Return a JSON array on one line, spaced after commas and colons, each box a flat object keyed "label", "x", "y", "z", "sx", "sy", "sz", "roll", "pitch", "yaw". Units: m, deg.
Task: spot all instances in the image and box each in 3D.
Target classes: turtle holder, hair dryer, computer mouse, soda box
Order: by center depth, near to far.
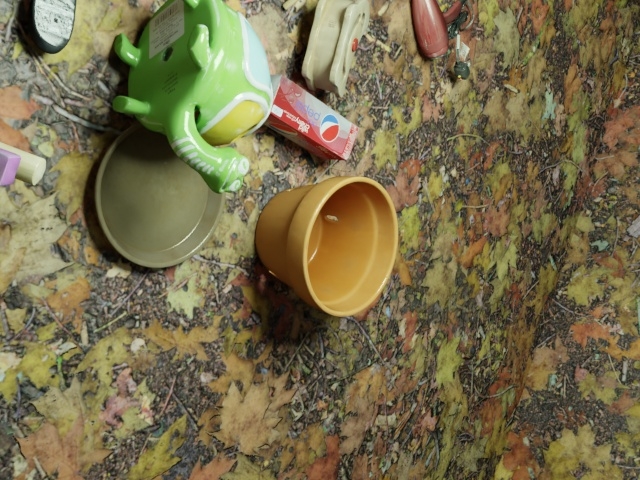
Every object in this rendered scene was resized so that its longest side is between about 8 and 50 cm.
[{"label": "computer mouse", "x": -0.412, "y": -0.410, "z": 1.087, "sx": 0.071, "sy": 0.041, "sz": 0.242, "roll": 13, "pitch": 83, "yaw": -46}, {"label": "turtle holder", "x": -0.182, "y": -0.260, "z": 1.163, "sx": 0.243, "sy": 0.320, "sz": 0.227, "roll": -51, "pitch": 139, "yaw": 13}, {"label": "soda box", "x": -0.038, "y": -0.255, "z": 1.470, "sx": 0.263, "sy": 0.092, "sz": 0.084, "roll": 25, "pitch": 80, "yaw": -46}, {"label": "hair dryer", "x": 0.307, "y": -0.564, "z": 1.795, "sx": 0.293, "sy": 0.080, "sz": 0.224, "roll": 26, "pitch": 64, "yaw": -52}]

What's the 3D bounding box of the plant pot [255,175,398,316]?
[{"label": "plant pot", "x": 0.000, "y": 0.000, "z": 1.490, "sx": 0.290, "sy": 0.203, "sz": 0.291, "roll": -12, "pitch": 108, "yaw": -44}]

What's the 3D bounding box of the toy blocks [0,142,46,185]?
[{"label": "toy blocks", "x": -0.552, "y": -0.041, "z": 0.872, "sx": 0.260, "sy": 0.309, "sz": 0.289, "roll": 22, "pitch": 91, "yaw": -5}]

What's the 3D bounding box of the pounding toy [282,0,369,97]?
[{"label": "pounding toy", "x": 0.009, "y": -0.456, "z": 1.490, "sx": 0.154, "sy": 0.154, "sz": 0.270, "roll": -25, "pitch": 131, "yaw": -72}]

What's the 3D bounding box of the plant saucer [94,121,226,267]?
[{"label": "plant saucer", "x": -0.293, "y": -0.088, "z": 1.280, "sx": 0.277, "sy": 0.041, "sz": 0.278, "roll": -13, "pitch": 109, "yaw": -43}]
